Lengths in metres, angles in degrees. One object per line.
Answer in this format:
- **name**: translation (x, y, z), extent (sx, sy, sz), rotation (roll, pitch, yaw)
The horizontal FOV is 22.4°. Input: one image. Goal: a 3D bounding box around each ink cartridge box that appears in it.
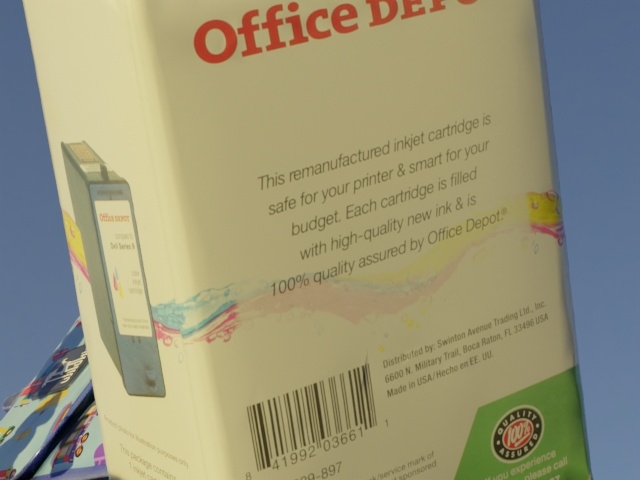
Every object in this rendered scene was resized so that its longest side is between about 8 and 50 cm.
- **ink cartridge box**: translation (0.000, 0.000, 0.554), extent (0.154, 0.212, 0.093), rotation (-18, 19, -30)

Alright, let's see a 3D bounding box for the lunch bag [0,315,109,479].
- **lunch bag**: translation (-0.113, 0.109, 1.087), extent (0.293, 0.221, 0.138), rotation (-10, -50, 44)
